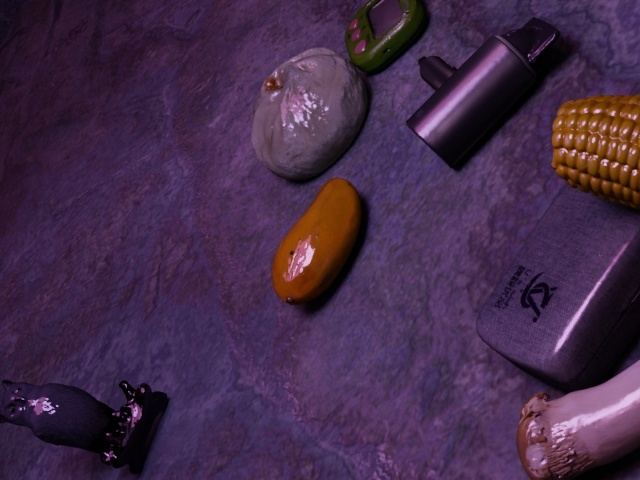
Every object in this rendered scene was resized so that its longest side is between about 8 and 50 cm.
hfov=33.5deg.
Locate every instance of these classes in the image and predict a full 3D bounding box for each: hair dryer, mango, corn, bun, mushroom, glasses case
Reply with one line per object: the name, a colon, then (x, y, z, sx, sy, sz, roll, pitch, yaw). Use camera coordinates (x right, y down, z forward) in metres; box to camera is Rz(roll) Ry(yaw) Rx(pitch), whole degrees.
hair dryer: (0.175, -0.213, 1.309, 0.195, 0.078, 0.248, -45, 26, 8)
mango: (0.000, 0.000, 1.311, 0.098, 0.075, 0.190, -4, 48, 45)
corn: (0.325, -0.054, 0.826, 0.305, 0.106, 0.106, 13, 67, 33)
bun: (-0.029, -0.183, 1.498, 0.195, 0.118, 0.195, -31, 40, 30)
mushroom: (0.250, 0.124, 0.850, 0.209, 0.071, 0.084, -35, 9, 21)
glasses case: (0.272, -0.017, 0.958, 0.323, 0.074, 0.131, -55, 29, -4)

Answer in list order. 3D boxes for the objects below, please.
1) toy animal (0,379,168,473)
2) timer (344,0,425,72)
toy animal: (-0.320, 0.231, 1.410, 0.210, 0.117, 0.121, 13, 67, 10)
timer: (0.093, -0.308, 1.532, 0.128, 0.047, 0.140, -41, 32, 22)
